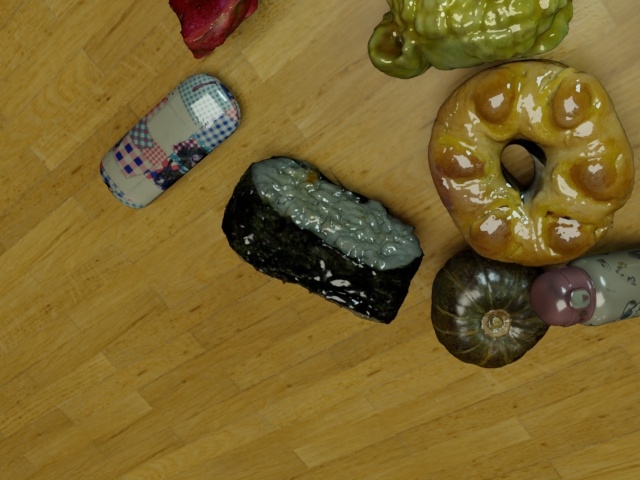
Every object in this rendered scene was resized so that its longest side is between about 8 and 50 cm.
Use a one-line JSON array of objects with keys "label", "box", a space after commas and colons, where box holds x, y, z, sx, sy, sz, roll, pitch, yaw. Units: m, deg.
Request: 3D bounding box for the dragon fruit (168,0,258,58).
[{"label": "dragon fruit", "box": [-0.142, -0.406, 0.988, 0.212, 0.134, 0.261, -19, 74, 10]}]

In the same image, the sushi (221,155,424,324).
[{"label": "sushi", "box": [0.000, 0.000, 1.116, 0.350, 0.211, 0.170, 28, 125, 8]}]

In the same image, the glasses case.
[{"label": "glasses case", "box": [-0.281, -0.176, 1.181, 0.328, 0.076, 0.125, -34, 104, 28]}]

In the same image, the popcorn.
[{"label": "popcorn", "box": [0.199, -0.353, 0.898, 0.286, 0.174, 0.225, -2, 101, 29]}]

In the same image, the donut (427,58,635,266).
[{"label": "donut", "box": [0.313, -0.120, 0.986, 0.300, 0.150, 0.317, 18, 121, 8]}]

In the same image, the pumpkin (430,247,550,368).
[{"label": "pumpkin", "box": [0.291, 0.113, 1.117, 0.219, 0.162, 0.218, -3, 110, -9]}]

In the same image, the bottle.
[{"label": "bottle", "box": [0.440, 0.075, 1.011, 0.234, 0.110, 0.109, -8, 119, -18]}]
